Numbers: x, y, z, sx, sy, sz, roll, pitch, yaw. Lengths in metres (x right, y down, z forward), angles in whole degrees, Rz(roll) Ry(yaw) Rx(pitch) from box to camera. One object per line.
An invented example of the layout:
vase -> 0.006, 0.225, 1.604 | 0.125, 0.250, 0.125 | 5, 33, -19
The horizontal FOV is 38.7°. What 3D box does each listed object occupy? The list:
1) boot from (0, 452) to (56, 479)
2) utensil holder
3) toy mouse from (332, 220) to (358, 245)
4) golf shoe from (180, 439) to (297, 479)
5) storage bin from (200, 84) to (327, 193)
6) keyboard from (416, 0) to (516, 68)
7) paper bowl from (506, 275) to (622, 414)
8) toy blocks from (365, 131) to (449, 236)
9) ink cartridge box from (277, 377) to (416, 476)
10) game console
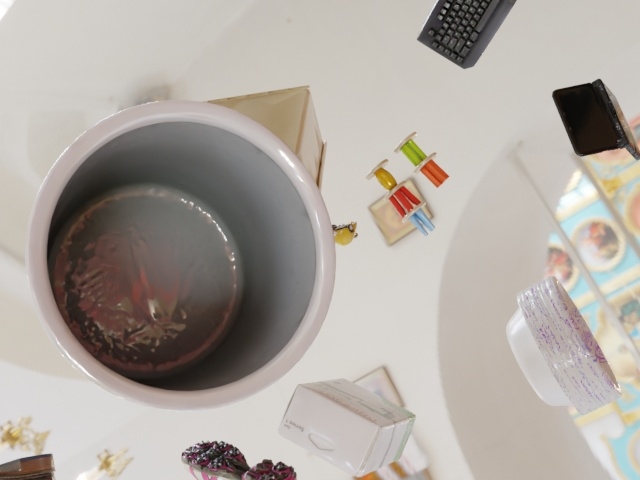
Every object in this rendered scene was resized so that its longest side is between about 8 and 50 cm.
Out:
boot -> -0.395, 0.317, 1.044 | 0.219, 0.082, 0.106 | -4, -106, -46
utensil holder -> -0.191, 0.034, 1.126 | 0.327, 0.385, 0.328 | 2, -97, -17
toy mouse -> 0.000, 0.000, 1.483 | 0.161, 0.143, 0.031 | -27, -79, -62
golf shoe -> -0.111, 0.321, 1.193 | 0.067, 0.186, 0.086 | -24, -61, -49
storage bin -> -0.134, -0.129, 1.499 | 0.262, 0.260, 0.123 | -84, -17, -55
keyboard -> 0.247, -0.460, 1.532 | 0.201, 0.317, 0.033 | 36, -142, 7
paper bowl -> 0.492, 0.227, 1.893 | 0.284, 0.148, 0.284 | 51, -162, -24
toy blocks -> 0.168, -0.094, 1.570 | 0.148, 0.123, 0.054 | 49, -164, 6
ink cartridge box -> 0.049, 0.306, 1.520 | 0.160, 0.093, 0.219 | 24, -177, 21
game console -> 0.412, -0.172, 1.357 | 0.107, 0.071, 0.122 | 25, -135, -50
